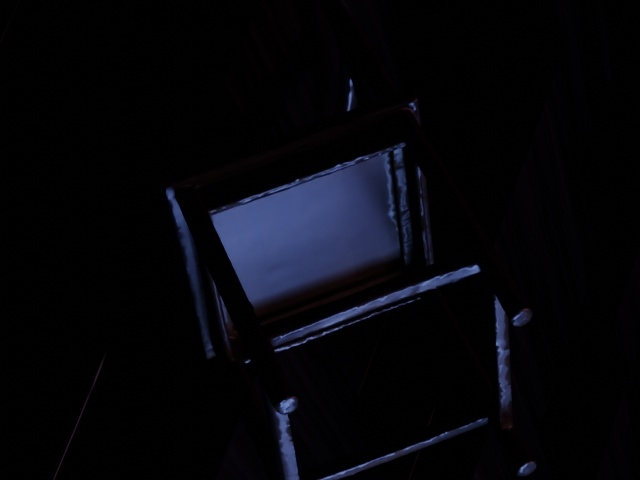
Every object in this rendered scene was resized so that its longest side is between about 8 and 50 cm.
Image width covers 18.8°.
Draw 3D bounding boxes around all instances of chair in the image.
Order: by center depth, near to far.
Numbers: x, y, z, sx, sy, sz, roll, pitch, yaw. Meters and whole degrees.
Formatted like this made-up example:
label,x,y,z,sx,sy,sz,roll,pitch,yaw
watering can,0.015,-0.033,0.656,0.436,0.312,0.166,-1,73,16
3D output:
label,x,y,z,sx,sy,sz,roll,pitch,yaw
chair,0.000,0.000,0.976,0.154,0.141,0.260,82,-15,-50
